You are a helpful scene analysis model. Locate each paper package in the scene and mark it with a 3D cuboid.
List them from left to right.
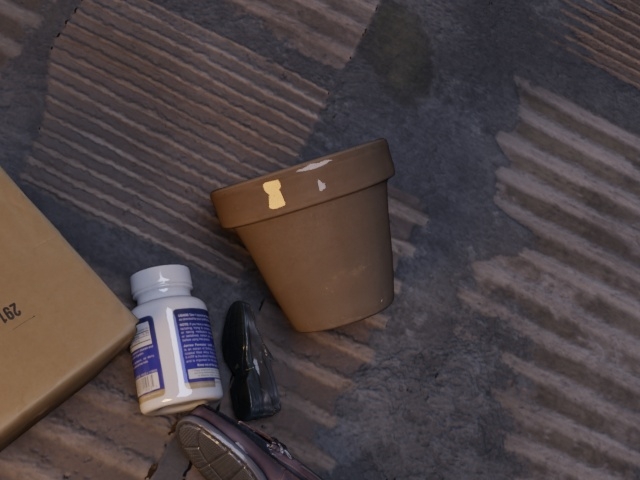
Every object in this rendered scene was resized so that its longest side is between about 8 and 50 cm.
[{"bbox_3d":[-0.446,0.105,1.124,0.309,0.168,0.325,48,52,2],"label":"paper package"}]

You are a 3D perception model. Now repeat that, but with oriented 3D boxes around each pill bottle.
[{"bbox_3d":[-0.201,0.133,1.255,0.112,0.112,0.186,-7,73,-19],"label":"pill bottle"}]

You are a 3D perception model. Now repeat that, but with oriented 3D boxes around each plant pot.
[{"bbox_3d":[0.000,0.000,1.313,0.263,0.263,0.229,-19,96,-22],"label":"plant pot"}]

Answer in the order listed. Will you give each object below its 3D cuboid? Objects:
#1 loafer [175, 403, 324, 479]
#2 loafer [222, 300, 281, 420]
[{"bbox_3d":[-0.061,0.320,1.247,0.302,0.109,0.095,44,46,-5],"label":"loafer"},{"bbox_3d":[-0.096,0.168,1.310,0.061,0.062,0.170,4,72,-39],"label":"loafer"}]
